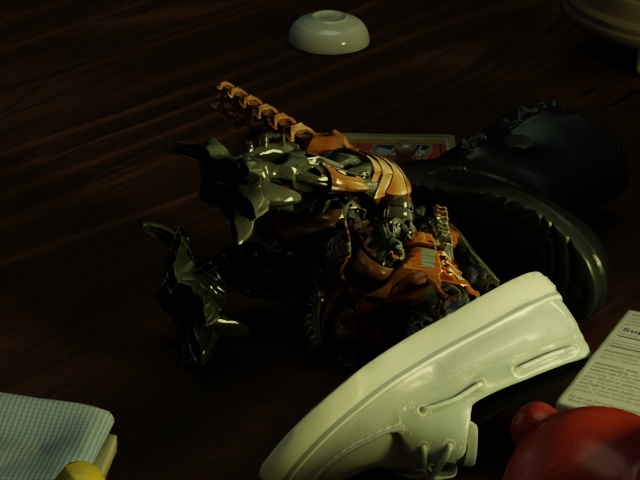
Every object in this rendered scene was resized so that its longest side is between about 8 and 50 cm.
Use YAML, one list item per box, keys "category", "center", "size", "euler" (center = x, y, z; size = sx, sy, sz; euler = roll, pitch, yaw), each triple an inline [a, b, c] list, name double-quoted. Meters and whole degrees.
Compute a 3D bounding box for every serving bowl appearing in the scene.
- category: "serving bowl"
  center: [0.009, -0.214, 1.888]
  size: [0.083, 0.027, 0.083]
  euler: [1, 26, 0]

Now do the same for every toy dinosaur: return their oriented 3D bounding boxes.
- category: "toy dinosaur"
  center: [0.000, 0.000, 1.321]
  size: [0.218, 0.164, 0.322]
  euler: [-6, 21, -33]

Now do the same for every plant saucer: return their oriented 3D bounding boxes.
- category: "plant saucer"
  center: [0.368, -0.234, 1.786]
  size: [0.277, 0.041, 0.278]
  euler: [0, 24, 0]

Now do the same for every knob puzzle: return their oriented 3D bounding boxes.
- category: "knob puzzle"
  center: [0.031, -0.057, 1.559]
  size: [0.213, 0.030, 0.213]
  euler: [1, 26, -1]

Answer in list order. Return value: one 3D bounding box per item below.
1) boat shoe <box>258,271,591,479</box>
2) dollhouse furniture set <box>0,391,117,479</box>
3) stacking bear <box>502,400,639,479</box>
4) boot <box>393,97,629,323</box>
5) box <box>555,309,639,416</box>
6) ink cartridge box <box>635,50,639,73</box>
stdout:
- category: "boat shoe"
  center: [0.071, 0.104, 1.154]
  size: [0.227, 0.079, 0.081]
  euler: [-31, 72, -19]
- category: "dollhouse furniture set"
  center: [-0.240, 0.063, 1.096]
  size: [0.303, 0.198, 0.286]
  euler: [6, 23, 5]
- category: "stacking bear"
  center: [0.232, 0.155, 0.994]
  size: [0.289, 0.175, 0.164]
  euler: [6, 17, 33]
- category: "boot"
  center: [0.173, -0.032, 1.434]
  size: [0.207, 0.094, 0.246]
  euler: [-23, 31, -37]
- category: "box"
  center: [0.225, 0.113, 1.161]
  size: [0.126, 0.072, 0.137]
  euler: [13, 29, 25]
- category: "ink cartridge box"
  center: [0.405, -0.176, 1.781]
  size: [0.180, 0.060, 0.104]
  euler: [22, 32, 38]
